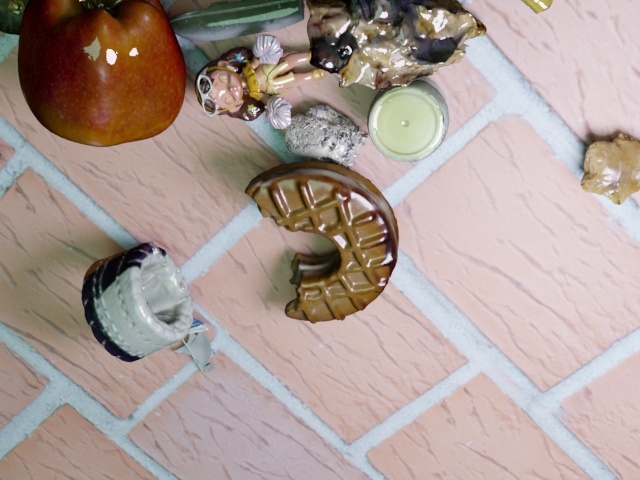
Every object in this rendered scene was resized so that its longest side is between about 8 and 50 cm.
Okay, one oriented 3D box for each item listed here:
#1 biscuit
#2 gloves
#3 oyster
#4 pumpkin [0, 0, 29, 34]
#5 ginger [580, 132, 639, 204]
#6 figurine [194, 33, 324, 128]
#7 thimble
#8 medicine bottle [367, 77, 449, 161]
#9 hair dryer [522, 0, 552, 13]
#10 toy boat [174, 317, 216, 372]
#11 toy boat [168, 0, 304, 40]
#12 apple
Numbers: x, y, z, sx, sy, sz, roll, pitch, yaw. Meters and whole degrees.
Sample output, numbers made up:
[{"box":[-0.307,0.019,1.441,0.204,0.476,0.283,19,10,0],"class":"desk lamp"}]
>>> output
[{"box":[0.020,0.004,1.607,0.268,0.115,0.366,-11,126,13],"class":"biscuit"},{"box":[0.008,-0.197,1.573,0.153,0.070,0.114,22,114,-3],"class":"gloves"},{"box":[0.139,-0.349,1.384,0.361,0.096,0.221,8,87,-27],"class":"oyster"},{"box":[-0.545,-0.462,1.484,0.190,0.146,0.190,-12,130,-15],"class":"pumpkin"},{"box":[0.619,-0.159,1.515,0.295,0.086,0.131,-22,100,7],"class":"ginger"},{"box":[-0.115,-0.297,1.521,0.240,0.116,0.174,-11,114,5],"class":"figurine"},{"box":[-0.368,0.128,1.687,0.150,0.237,0.237,-21,110,19],"class":"thimble"},{"box":[0.161,-0.225,1.502,0.147,0.143,0.147,3,109,8],"class":"medicine bottle"},{"box":[0.282,-0.481,1.415,0.279,0.090,0.135,36,113,-15],"class":"hair dryer"},{"box":[-0.275,0.227,1.813,0.149,0.034,0.105,44,113,-12],"class":"toy boat"},{"box":[-0.159,-0.416,1.498,0.261,0.078,0.085,-8,88,9],"class":"toy boat"},{"box":[-0.383,-0.314,1.440,0.288,0.288,0.317,12,143,2],"class":"apple"}]
